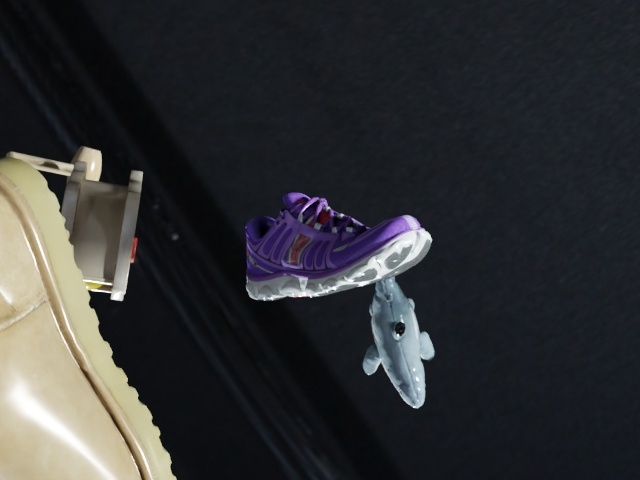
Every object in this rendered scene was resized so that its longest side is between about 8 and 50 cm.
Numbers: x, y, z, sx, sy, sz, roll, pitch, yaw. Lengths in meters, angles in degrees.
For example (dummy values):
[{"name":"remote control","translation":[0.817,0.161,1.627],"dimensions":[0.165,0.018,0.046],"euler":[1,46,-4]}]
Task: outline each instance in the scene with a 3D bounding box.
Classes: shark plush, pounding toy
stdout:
[{"name":"shark plush","translation":[0.082,0.080,1.333],"dimensions":[0.073,0.067,0.161],"euler":[-2,-71,-5]},{"name":"pounding toy","translation":[-0.279,-0.008,1.491],"dimensions":[0.155,0.269,0.154],"euler":[9,-77,-8]}]

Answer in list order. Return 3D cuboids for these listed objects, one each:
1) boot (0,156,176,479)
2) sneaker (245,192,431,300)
[{"name":"boot","translation":[-0.197,0.106,0.559],"dimensions":[0.089,0.269,0.236],"euler":[-14,-77,39]},{"name":"sneaker","translation":[0.000,0.000,0.906],"dimensions":[0.170,0.068,0.071],"euler":[-9,-85,48]}]
